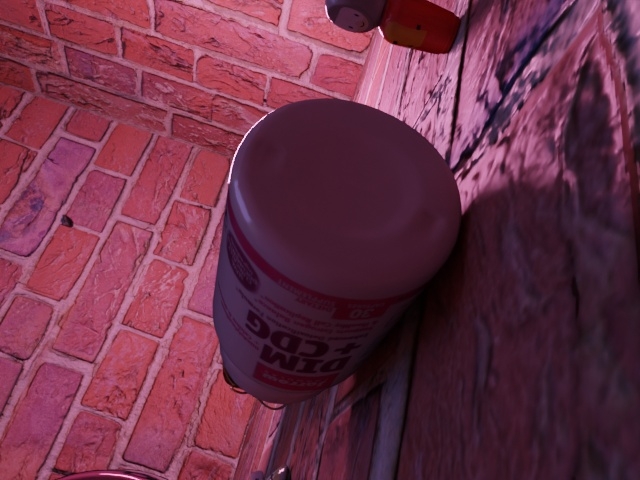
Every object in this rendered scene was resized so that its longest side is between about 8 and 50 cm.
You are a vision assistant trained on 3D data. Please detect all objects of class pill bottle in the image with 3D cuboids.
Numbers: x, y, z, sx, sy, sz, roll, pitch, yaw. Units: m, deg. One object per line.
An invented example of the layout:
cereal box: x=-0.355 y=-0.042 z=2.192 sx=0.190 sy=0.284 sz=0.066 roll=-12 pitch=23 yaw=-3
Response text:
pill bottle: x=-0.009 y=0.035 z=0.470 sx=0.283 sy=0.160 sz=0.160 roll=112 pitch=174 yaw=-55

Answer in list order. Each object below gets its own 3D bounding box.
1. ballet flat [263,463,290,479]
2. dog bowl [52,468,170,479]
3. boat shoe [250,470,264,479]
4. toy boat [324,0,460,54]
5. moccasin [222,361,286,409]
ballet flat: x=-0.092 y=0.396 z=0.746 sx=0.070 sy=0.070 sz=0.188 roll=112 pitch=174 yaw=-52
dog bowl: x=-0.309 y=0.499 z=0.717 sx=0.150 sy=0.408 sz=0.407 roll=104 pitch=-179 yaw=-53
boat shoe: x=-0.123 y=0.488 z=1.061 sx=0.100 sy=0.035 sz=0.035 roll=-142 pitch=42 yaw=-82
toy boat: x=0.112 y=-0.337 z=0.523 sx=0.267 sy=0.148 sz=0.318 roll=-77 pitch=6 yaw=-49
moccasin: x=-0.118 y=0.267 z=1.131 sx=0.380 sy=0.139 sz=0.146 roll=-36 pitch=43 yaw=53
